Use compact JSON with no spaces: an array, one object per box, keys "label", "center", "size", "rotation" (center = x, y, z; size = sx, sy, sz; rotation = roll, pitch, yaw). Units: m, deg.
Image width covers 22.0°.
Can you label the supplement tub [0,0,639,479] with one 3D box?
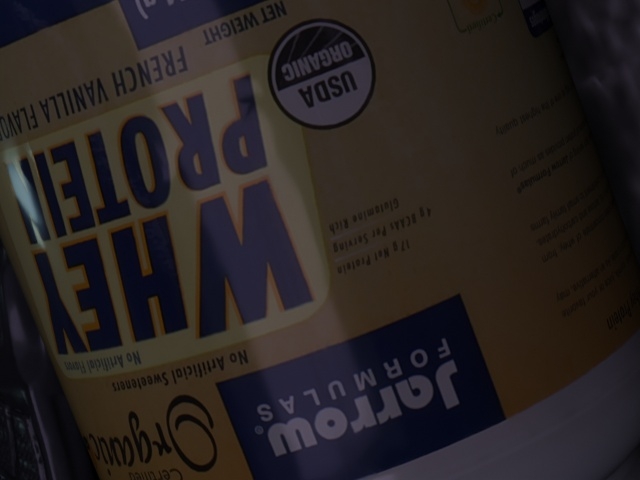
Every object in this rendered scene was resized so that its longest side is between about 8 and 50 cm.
[{"label":"supplement tub","center":[0.000,0.000,0.644],"size":[0.228,0.228,0.316],"rotation":[-18,98,22]}]

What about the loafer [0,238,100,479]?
[{"label":"loafer","center":[-0.125,0.003,0.774],"size":[0.109,0.095,0.302],"rotation":[3,103,49]}]
